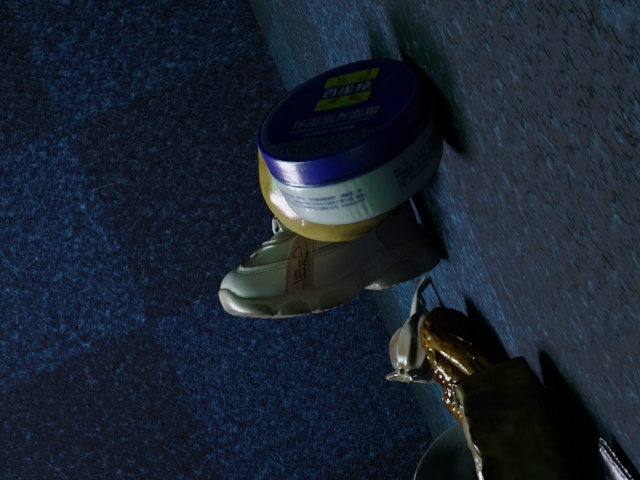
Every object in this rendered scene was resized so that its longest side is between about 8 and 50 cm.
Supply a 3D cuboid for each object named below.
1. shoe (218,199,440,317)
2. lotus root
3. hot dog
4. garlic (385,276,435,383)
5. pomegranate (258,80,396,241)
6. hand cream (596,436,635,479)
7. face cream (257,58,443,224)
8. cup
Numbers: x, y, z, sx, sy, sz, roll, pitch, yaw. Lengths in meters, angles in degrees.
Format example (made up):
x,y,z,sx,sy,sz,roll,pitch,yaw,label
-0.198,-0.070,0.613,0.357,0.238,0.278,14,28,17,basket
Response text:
x,y,z,sx,sy,sz,roll,pitch,yaw,label
-0.002,0.000,1.609,0.172,0.351,0.198,-13,94,67,shoe
0.248,0.325,1.248,0.390,0.111,0.375,39,-143,-84,lotus root
0.211,0.184,1.536,0.227,0.099,0.161,-113,1,-70,hot dog
0.186,0.164,1.864,0.131,0.127,0.194,129,146,-67,garlic
0.025,-0.110,1.447,0.233,0.233,0.233,157,90,-87,pomegranate
0.320,0.329,1.092,0.120,0.061,0.271,-119,11,-49,hand cream
0.037,-0.114,1.233,0.206,0.206,0.111,-117,2,-55,face cream
0.266,0.393,1.652,0.150,0.199,0.199,48,-175,-23,cup
